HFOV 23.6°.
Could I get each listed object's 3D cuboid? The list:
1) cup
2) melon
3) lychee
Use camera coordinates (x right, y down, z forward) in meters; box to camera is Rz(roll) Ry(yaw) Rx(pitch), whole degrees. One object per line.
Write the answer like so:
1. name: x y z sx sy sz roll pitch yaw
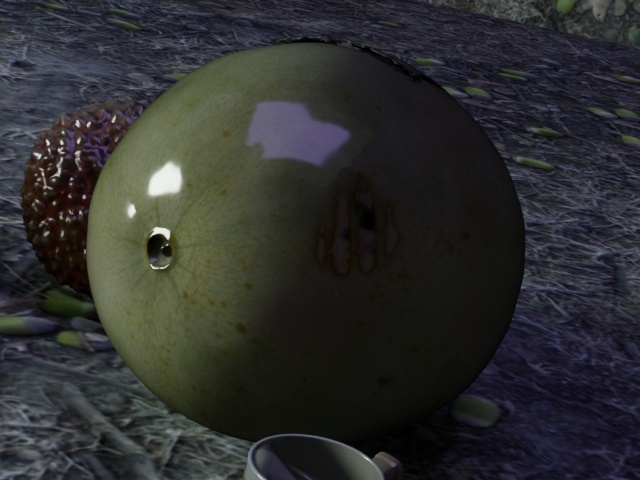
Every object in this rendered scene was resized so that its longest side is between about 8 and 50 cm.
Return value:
1. cup: -0.007 0.158 0.815 0.074 0.099 0.102 16 19 12
2. melon: 0.000 0.000 1.015 0.268 0.268 0.330 25 15 33
3. lychee: -0.149 -0.032 1.167 0.165 0.165 0.197 11 -14 -1
